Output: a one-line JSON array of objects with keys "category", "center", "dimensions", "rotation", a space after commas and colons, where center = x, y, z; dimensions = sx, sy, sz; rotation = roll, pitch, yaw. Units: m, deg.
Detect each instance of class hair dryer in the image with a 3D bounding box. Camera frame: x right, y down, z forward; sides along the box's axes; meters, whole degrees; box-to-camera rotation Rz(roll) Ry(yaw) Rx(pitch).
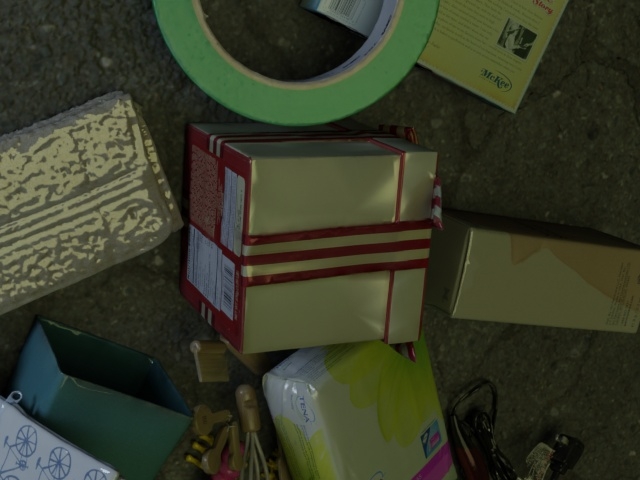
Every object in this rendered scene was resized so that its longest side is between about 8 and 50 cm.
[{"category": "hair dryer", "center": [0.234, 0.368, 1.578], "dimensions": [0.223, 0.080, 0.293], "rotation": [30, 86, -14]}]

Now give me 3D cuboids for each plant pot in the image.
[{"category": "plant pot", "center": [-0.289, 0.243, 1.228], "dimensions": [0.165, 0.166, 0.234], "rotation": [25, 96, -29]}]

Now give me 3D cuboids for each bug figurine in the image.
[{"category": "bug figurine", "center": [-0.103, 0.366, 1.402], "dimensions": [0.279, 0.072, 0.216], "rotation": [22, 95, -28]}]

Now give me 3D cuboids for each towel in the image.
[{"category": "towel", "center": [-0.306, -0.039, 1.200], "dimensions": [0.282, 0.049, 0.187], "rotation": [-24, 112, -16]}]

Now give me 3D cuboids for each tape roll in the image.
[{"category": "tape roll", "center": [-0.028, -0.289, 1.191], "dimensions": [0.321, 0.077, 0.321], "rotation": [-2, 101, -8]}]

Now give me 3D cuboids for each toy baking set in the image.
[{"category": "toy baking set", "center": [-0.097, 0.213, 1.315], "dimensions": [0.256, 0.030, 0.197], "rotation": [48, 42, -47]}]

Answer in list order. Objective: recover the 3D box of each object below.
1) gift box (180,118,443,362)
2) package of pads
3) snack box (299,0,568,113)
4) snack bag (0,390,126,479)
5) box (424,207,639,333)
[{"category": "gift box", "center": [0.000, 0.000, 1.233], "dimensions": [0.258, 0.276, 0.255], "rotation": [-4, 112, -26]}, {"category": "package of pads", "center": [0.055, 0.248, 1.387], "dimensions": [0.229, 0.101, 0.296], "rotation": [-34, 118, -39]}, {"category": "snack box", "center": [0.152, -0.305, 1.329], "dimensions": [0.322, 0.060, 0.187], "rotation": [22, 96, -29]}, {"category": "snack bag", "center": [-0.371, 0.314, 1.123], "dimensions": [0.037, 0.342, 0.323], "rotation": [16, 96, -55]}, {"category": "box", "center": [0.279, 0.040, 1.445], "dimensions": [0.311, 0.148, 0.121], "rotation": [7, 102, -28]}]
